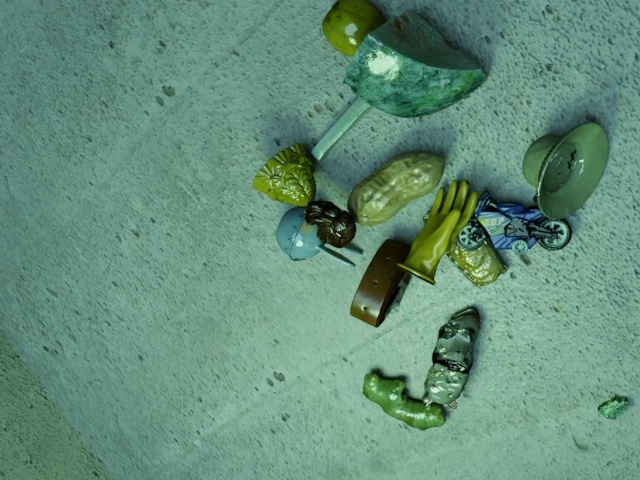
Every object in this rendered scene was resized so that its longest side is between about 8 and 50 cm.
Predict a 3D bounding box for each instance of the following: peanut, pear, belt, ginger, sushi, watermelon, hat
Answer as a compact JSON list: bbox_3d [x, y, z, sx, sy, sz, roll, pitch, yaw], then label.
[{"bbox_3d":[0.205,-0.146,1.930,0.325,0.153,0.140,-31,102,37],"label":"peanut"},{"bbox_3d":[0.087,-0.553,1.805,0.162,0.149,0.148,28,120,2],"label":"pear"},{"bbox_3d":[0.184,0.124,2.006,0.105,0.261,0.184,22,151,18],"label":"belt"},{"bbox_3d":[0.260,0.515,2.231,0.290,0.089,0.137,36,113,7],"label":"ginger"},{"bbox_3d":[0.390,0.355,2.078,0.124,0.130,0.332,17,117,16],"label":"sushi"},{"bbox_3d":[0.235,-0.459,1.757,0.228,0.387,0.258,-36,52,54],"label":"watermelon"},{"bbox_3d":[0.584,-0.191,1.745,0.130,0.257,0.257,36,128,46],"label":"hat"}]

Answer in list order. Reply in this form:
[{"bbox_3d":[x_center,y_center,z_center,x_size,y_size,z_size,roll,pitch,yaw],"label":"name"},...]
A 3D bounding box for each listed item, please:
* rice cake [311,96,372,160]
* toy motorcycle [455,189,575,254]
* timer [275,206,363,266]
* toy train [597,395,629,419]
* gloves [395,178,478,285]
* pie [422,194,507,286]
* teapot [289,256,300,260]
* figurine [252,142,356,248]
[{"bbox_3d":[0.062,-0.319,1.979,0.245,0.042,0.045,-43,79,32],"label":"rice cake"},{"bbox_3d":[0.515,-0.053,1.861,0.315,0.113,0.168,-1,99,14],"label":"toy motorcycle"},{"bbox_3d":[-0.008,-0.020,2.076,0.256,0.175,0.175,5,114,16],"label":"timer"},{"bbox_3d":[0.837,0.475,1.994,0.053,0.033,0.083,40,121,7],"label":"toy train"},{"bbox_3d":[0.319,-0.034,1.879,0.133,0.116,0.294,27,90,39],"label":"gloves"},{"bbox_3d":[0.401,0.004,1.960,0.128,0.068,0.282,-38,89,30],"label":"pie"},{"bbox_3d":[-0.077,0.029,2.181,0.088,0.057,0.066,39,120,3],"label":"teapot"},{"bbox_3d":[-0.022,-0.104,1.981,0.315,0.187,0.168,48,139,17],"label":"figurine"}]
